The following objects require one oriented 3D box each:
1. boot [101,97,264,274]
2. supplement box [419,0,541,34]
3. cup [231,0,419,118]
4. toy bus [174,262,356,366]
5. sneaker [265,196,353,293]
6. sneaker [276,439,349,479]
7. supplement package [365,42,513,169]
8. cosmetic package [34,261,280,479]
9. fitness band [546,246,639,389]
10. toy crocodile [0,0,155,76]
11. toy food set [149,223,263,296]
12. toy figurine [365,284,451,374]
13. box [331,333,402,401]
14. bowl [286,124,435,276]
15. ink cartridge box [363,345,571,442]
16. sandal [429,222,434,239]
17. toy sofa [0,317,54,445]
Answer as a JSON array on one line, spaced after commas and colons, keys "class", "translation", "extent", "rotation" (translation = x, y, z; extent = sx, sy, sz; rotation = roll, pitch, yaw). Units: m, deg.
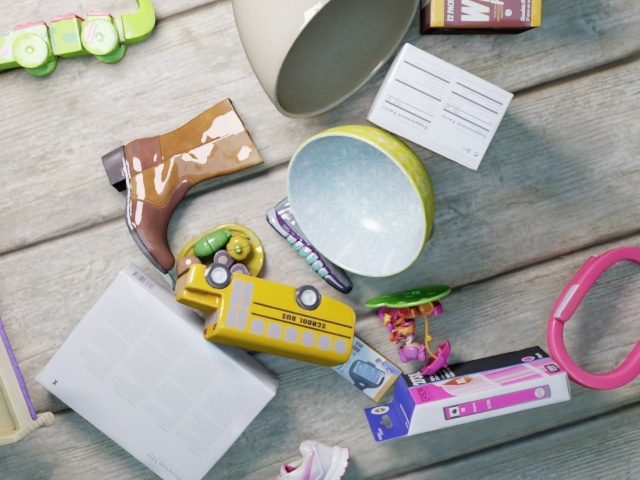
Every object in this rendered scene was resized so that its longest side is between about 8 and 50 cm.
[{"class": "boot", "translation": [-0.240, -0.101, 1.842], "extent": [0.280, 0.096, 0.264], "rotation": [-23, 78, -1]}, {"class": "supplement box", "translation": [0.283, -0.441, 1.741], "extent": [0.191, 0.194, 0.129], "rotation": [0, 98, 0]}, {"class": "cup", "translation": [-0.023, -0.417, 1.712], "extent": [0.331, 0.331, 0.237], "rotation": [-43, 71, 5]}, {"class": "toy bus", "translation": [-0.106, 0.139, 1.813], "extent": [0.333, 0.108, 0.130], "rotation": [15, 73, -20]}, {"class": "sneaker", "translation": [0.000, 0.000, 1.860], "extent": [0.098, 0.083, 0.223], "rotation": [-44, 95, 0]}, {"class": "sneaker", "translation": [-0.043, 0.500, 1.923], "extent": [0.111, 0.103, 0.252], "rotation": [29, 90, 0]}, {"class": "supplement package", "translation": [0.202, -0.237, 1.734], "extent": [0.204, 0.262, 0.145], "rotation": [25, 96, -2]}, {"class": "cosmetic package", "translation": [-0.313, 0.269, 1.877], "extent": [0.377, 0.097, 0.284], "rotation": [40, 100, -5]}, {"class": "fitness band", "translation": [0.560, 0.149, 1.862], "extent": [0.209, 0.054, 0.291], "rotation": [40, 80, -7]}, {"class": "toy crocodile", "translation": [-0.471, -0.374, 1.794], "extent": [0.341, 0.115, 0.105], "rotation": [-11, 92, -1]}, {"class": "toy food set", "translation": [-0.214, 0.054, 1.870], "extent": [0.218, 0.071, 0.128], "rotation": [-28, 97, 4]}, {"class": "toy figurine", "translation": [0.183, 0.182, 1.866], "extent": [0.173, 0.130, 0.159], "rotation": [-10, 99, 24]}, {"class": "box", "translation": [0.084, 0.248, 1.918], "extent": [0.136, 0.028, 0.081], "rotation": [37, 96, -7]}, {"class": "bowl", "translation": [0.097, -0.095, 1.765], "extent": [0.289, 0.156, 0.289], "rotation": [19, 129, 25]}, {"class": "ink cartridge box", "translation": [0.267, 0.288, 1.834], "extent": [0.371, 0.176, 0.069], "rotation": [-14, 101, -2]}, {"class": "sandal", "translation": [0.174, -0.079, 1.863], "extent": [0.072, 0.049, 0.180], "rotation": [-21, 97, 3]}, {"class": "toy sofa", "translation": [-0.629, 0.198, 1.817], "extent": [0.150, 0.177, 0.362], "rotation": [-15, 97, 24]}]
